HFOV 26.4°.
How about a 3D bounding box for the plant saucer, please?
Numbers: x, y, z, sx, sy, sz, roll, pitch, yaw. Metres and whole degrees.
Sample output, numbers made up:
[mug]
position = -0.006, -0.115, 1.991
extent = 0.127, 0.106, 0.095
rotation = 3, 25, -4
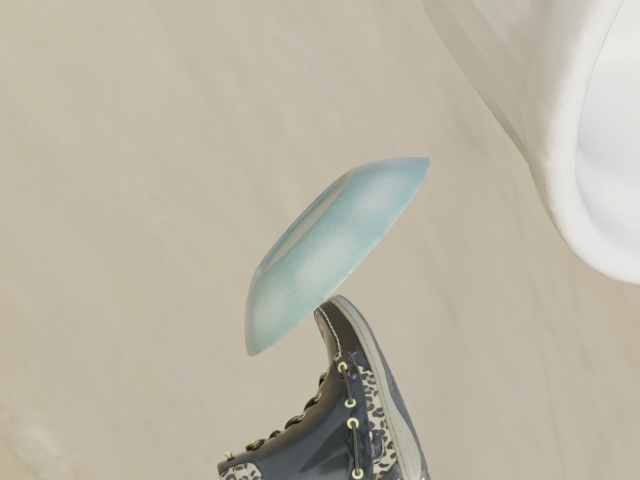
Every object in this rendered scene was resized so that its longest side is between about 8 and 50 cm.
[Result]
[plant saucer]
position = 0.000, 0.000, 0.987
extent = 0.037, 0.195, 0.195
rotation = 42, 23, -7

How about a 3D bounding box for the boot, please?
[boot]
position = -0.016, 0.165, 1.242
extent = 0.085, 0.178, 0.236
rotation = 77, -9, -51

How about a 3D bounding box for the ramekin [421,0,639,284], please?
[ramekin]
position = 0.165, -0.127, 0.501
extent = 0.277, 0.277, 0.135
rotation = 33, 18, -53
